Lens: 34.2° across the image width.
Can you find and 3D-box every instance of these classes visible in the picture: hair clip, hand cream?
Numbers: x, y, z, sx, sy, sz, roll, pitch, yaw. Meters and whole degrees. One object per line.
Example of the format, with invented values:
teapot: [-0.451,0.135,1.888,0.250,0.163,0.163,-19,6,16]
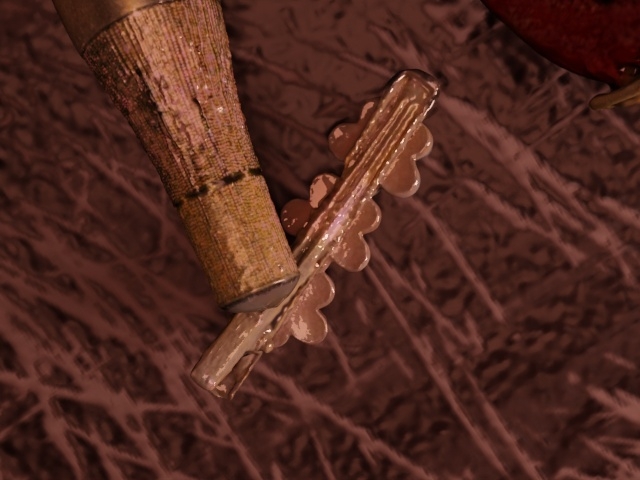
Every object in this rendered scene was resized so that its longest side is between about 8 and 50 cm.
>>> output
hair clip: [0.001,0.001,0.583,0.062,0.056,0.214,36,89,11]
hand cream: [-0.064,-0.058,0.536,0.084,0.084,0.203,-24,87,4]

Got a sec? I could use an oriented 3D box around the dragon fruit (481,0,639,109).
dragon fruit: [0.185,-0.173,0.510,0.205,0.152,0.317,-51,58,27]
